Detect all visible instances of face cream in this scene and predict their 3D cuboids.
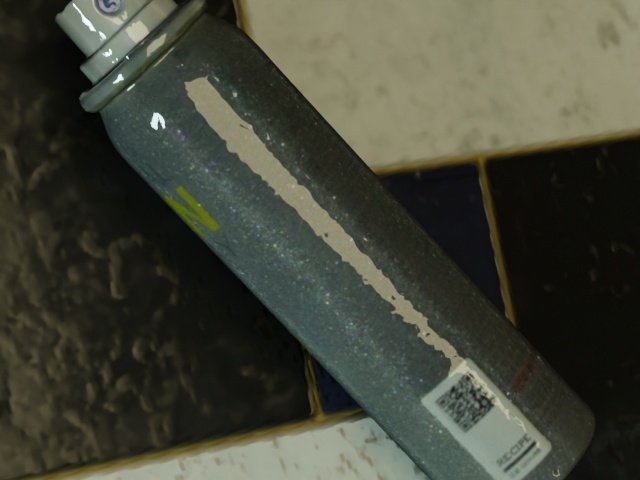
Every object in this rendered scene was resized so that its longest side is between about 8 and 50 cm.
[{"bbox_3d":[0.000,0.000,0.729,0.283,0.073,0.073,47,68,-11],"label":"face cream"}]
